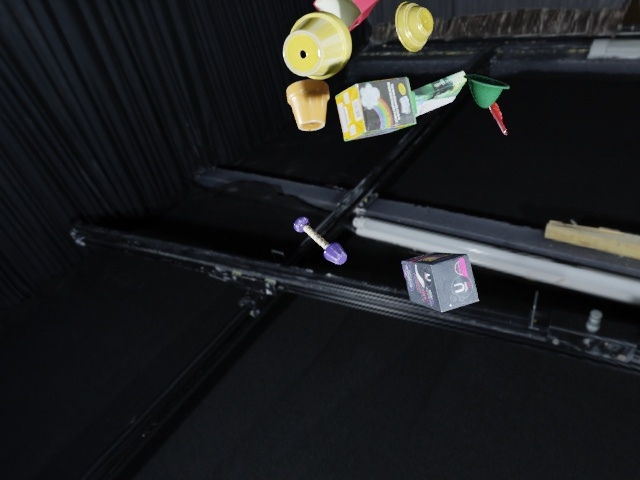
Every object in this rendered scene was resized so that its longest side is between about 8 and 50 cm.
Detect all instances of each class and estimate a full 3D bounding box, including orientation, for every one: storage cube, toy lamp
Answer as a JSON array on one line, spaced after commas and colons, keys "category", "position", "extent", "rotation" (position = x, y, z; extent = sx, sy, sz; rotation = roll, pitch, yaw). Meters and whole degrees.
[{"category": "storage cube", "position": [0.124, -1.017, 1.938], "extent": [0.193, 0.215, 0.183], "rotation": [-48, -170, -24]}, {"category": "toy lamp", "position": [0.000, 0.000, 1.802], "extent": [0.080, 0.080, 0.274], "rotation": [-32, -131, -22]}]

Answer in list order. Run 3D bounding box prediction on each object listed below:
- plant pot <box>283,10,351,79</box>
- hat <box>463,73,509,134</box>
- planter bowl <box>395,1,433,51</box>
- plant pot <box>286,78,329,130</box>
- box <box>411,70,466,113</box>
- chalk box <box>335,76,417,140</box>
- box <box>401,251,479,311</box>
[{"category": "plant pot", "position": [-0.029, -0.758, 1.837], "extent": [0.253, 0.254, 0.239], "rotation": [4, -149, 22]}, {"category": "hat", "position": [0.637, -0.539, 1.840], "extent": [0.172, 0.184, 0.208], "rotation": [-11, -142, -32]}, {"category": "planter bowl", "position": [0.438, -0.967, 2.073], "extent": [0.090, 0.217, 0.217], "rotation": [1, -145, 50]}, {"category": "plant pot", "position": [-0.052, -0.637, 2.226], "extent": [0.205, 0.188, 0.205], "rotation": [-6, 174, -1]}, {"category": "box", "position": [0.583, -0.752, 2.436], "extent": [0.321, 0.232, 0.059], "rotation": [-25, -100, -8]}, {"category": "chalk box", "position": [0.234, -0.500, 1.759], "extent": [0.288, 0.180, 0.179], "rotation": [-15, -173, -24]}, {"category": "box", "position": [0.411, 0.136, 1.625], "extent": [0.143, 0.165, 0.270], "rotation": [-15, -177, -10]}]
